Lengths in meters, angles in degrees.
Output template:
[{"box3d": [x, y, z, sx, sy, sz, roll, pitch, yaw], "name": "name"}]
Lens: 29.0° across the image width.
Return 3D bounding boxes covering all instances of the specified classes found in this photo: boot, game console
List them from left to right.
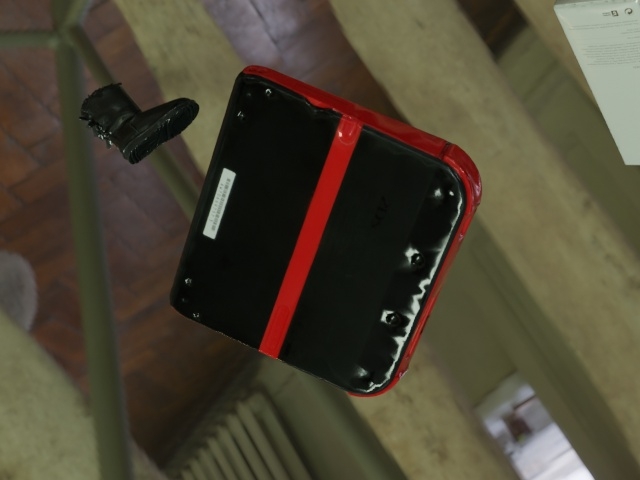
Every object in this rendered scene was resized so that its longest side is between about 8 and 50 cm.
[{"box3d": [-0.221, -0.155, 1.488, 0.121, 0.099, 0.045, -39, 156, -18], "name": "boot"}, {"box3d": [0.000, 0.000, 1.617, 0.060, 0.342, 0.386, -49, 162, -61], "name": "game console"}]

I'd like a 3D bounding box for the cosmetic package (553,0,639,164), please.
[{"box3d": [0.541, -0.314, 2.032, 0.365, 0.155, 0.197, 57, 50, -37], "name": "cosmetic package"}]
